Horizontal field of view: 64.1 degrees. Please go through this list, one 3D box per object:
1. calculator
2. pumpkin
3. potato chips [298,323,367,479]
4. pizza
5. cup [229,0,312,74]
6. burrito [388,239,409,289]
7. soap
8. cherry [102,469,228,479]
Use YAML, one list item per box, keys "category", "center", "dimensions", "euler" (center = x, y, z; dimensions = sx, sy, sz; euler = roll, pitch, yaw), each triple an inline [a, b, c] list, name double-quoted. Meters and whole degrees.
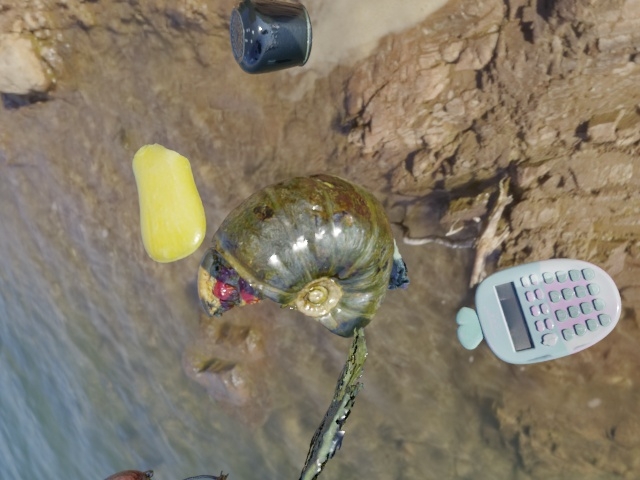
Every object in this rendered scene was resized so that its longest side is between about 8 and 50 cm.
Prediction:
- category: "calculator"
  center: [0.406, 0.136, 0.978]
  dimensions: [0.299, 0.041, 0.185]
  euler: [-20, 78, 20]
- category: "pumpkin"
  center: [0.000, 0.000, 0.875]
  dimensions: [0.232, 0.325, 0.242]
  euler: [-51, 43, 2]
- category: "potato chips"
  center: [0.006, 0.172, 0.464]
  dimensions: [0.029, 0.220, 0.201]
  euler: [22, 110, 8]
- category: "pizza"
  center: [-0.174, 0.101, 1.136]
  dimensions: [0.199, 0.062, 0.188]
  euler: [1, 122, -6]
- category: "cup"
  center: [-0.125, -0.482, 1.231]
  dimensions: [0.223, 0.177, 0.169]
  euler: [165, 92, -69]
- category: "burrito"
  center: [0.175, 0.004, 1.486]
  dimensions: [0.096, 0.066, 0.309]
  euler: [-21, 98, 35]
- category: "soap"
  center: [-0.193, -0.052, 0.651]
  dimensions: [0.089, 0.033, 0.168]
  euler: [-18, 67, 7]
- category: "cherry"
  center: [-0.255, 0.380, 0.758]
  dimensions: [0.107, 0.226, 0.090]
  euler: [87, 168, -64]
